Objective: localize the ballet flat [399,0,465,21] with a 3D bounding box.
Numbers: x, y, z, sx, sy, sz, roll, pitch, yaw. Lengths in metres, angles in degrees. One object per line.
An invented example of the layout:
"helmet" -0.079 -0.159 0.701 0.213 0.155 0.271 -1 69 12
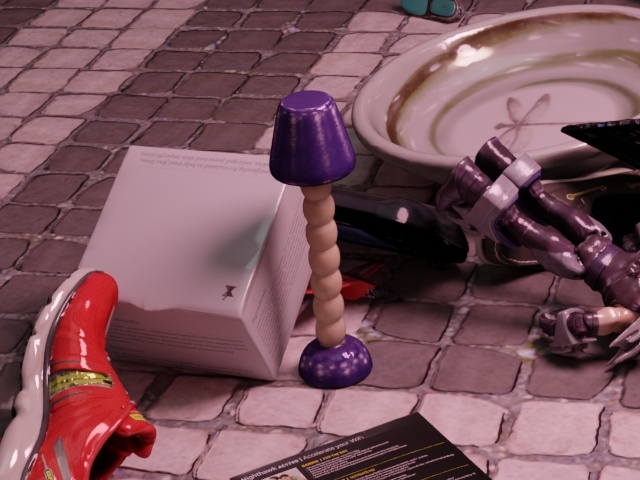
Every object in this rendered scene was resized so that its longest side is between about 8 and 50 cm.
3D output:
"ballet flat" 0.163 -0.336 2.381 0.041 0.041 0.114 -27 34 -35

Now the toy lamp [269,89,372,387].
"toy lamp" 0.000 0.000 1.480 0.080 0.275 0.080 -5 26 3

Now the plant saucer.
"plant saucer" 0.239 -0.145 1.881 0.400 0.100 0.400 -12 28 7

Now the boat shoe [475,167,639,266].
"boat shoe" 0.261 -0.022 1.685 0.227 0.081 0.068 -19 26 -29

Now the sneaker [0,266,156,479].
"sneaker" -0.195 0.147 1.401 0.118 0.107 0.279 6 51 2

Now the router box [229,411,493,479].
"router box" 0.035 0.208 1.316 0.179 0.046 0.133 -16 28 -21

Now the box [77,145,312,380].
"box" -0.113 0.019 1.566 0.181 0.119 0.182 6 58 21

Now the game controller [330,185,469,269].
"game controller" -0.008 -0.028 1.708 0.319 0.067 0.166 11 1 31

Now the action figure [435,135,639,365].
"action figure" 0.249 0.013 1.557 0.285 0.099 0.185 38 53 19

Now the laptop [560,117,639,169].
"laptop" 0.383 -0.018 1.592 0.234 0.137 0.264 22 -11 -29

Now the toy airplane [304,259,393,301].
"toy airplane" 0.001 0.041 1.666 0.151 0.028 0.151 4 15 -1
